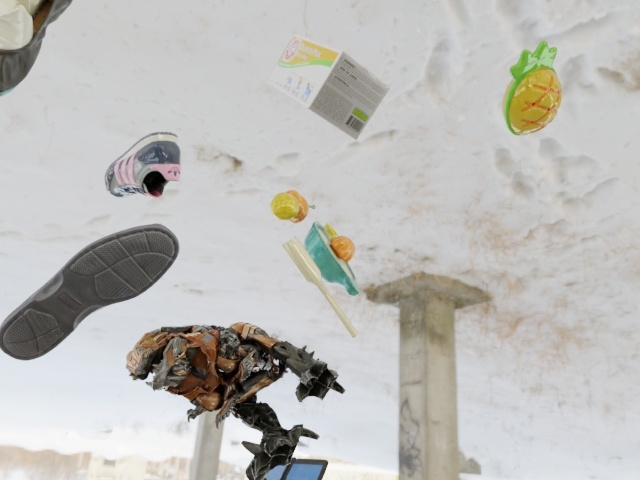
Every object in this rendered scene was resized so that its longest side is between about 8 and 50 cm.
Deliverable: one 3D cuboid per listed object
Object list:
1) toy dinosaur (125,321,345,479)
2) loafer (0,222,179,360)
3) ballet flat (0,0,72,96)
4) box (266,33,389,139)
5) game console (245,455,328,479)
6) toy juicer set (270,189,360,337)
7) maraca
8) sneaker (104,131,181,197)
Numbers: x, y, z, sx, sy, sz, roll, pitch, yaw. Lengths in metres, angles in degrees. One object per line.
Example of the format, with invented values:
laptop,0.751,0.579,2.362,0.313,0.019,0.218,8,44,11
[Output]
toy dinosaur,-0.091,0.167,0.701,0.218,0.164,0.322,31,-151,32
loafer,-0.360,0.062,0.819,0.303,0.095,0.109,-36,116,-4
ballet flat,-0.459,-0.343,0.790,0.095,0.280,0.096,15,147,-13
box,0.006,-0.271,0.911,0.114,0.103,0.203,26,-167,-35
game console,-0.066,0.461,1.072,0.085,0.124,0.144,-37,-179,19
toy juicer set,0.000,0.000,0.930,0.089,0.329,0.209,-34,114,7
maraca,0.406,-0.286,1.009,0.127,0.099,0.185,-29,133,-13
sneaker,-0.462,-0.154,1.349,0.112,0.131,0.319,-2,162,-43
